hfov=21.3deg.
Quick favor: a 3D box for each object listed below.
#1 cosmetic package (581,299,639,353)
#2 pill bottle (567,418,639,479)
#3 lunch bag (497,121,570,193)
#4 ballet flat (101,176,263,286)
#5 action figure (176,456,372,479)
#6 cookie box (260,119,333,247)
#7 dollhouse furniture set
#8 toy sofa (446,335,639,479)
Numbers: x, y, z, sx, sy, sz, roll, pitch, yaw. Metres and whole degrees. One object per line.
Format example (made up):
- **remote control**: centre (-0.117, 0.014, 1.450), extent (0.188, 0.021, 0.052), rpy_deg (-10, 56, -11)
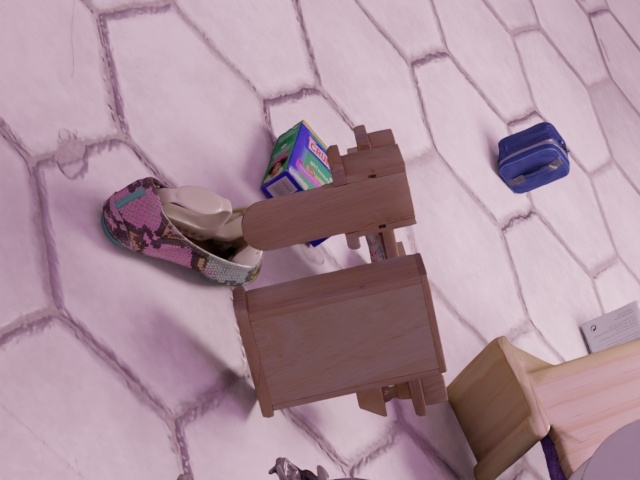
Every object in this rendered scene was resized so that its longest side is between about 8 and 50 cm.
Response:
- **cosmetic package**: centre (0.525, 0.251, 2.364), extent (0.377, 0.097, 0.284), rpy_deg (16, 53, -55)
- **pill bottle**: centre (0.317, 0.310, 1.640), extent (0.361, 0.204, 0.204), rpy_deg (86, -9, -62)
- **lunch bag**: centre (0.293, -0.109, 2.308), extent (0.067, 0.098, 0.065), rpy_deg (45, 32, -38)
- **ballet flat**: centre (-0.102, -0.010, 1.540), extent (0.221, 0.079, 0.077), rpy_deg (21, 46, -52)
- **action figure**: centre (-0.041, 0.234, 1.322), extent (0.141, 0.164, 0.275), rpy_deg (60, 32, -12)
- **cookie box**: centre (-0.013, -0.061, 1.789), extent (0.092, 0.040, 0.107), rpy_deg (48, 28, -21)
- **dollhouse furniture set**: centre (0.000, 0.000, 1.646), extent (0.355, 0.174, 0.303), rpy_deg (-103, 180, -63)
- **toy sofa**: centre (0.336, 0.168, 1.859), extent (0.363, 0.150, 0.177), rpy_deg (-15, 70, -26)
